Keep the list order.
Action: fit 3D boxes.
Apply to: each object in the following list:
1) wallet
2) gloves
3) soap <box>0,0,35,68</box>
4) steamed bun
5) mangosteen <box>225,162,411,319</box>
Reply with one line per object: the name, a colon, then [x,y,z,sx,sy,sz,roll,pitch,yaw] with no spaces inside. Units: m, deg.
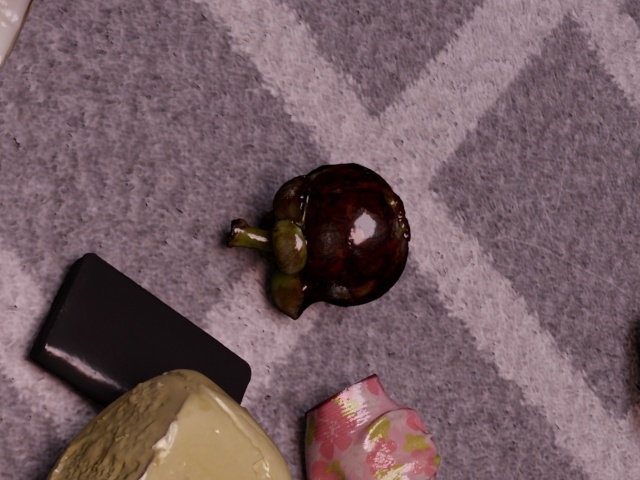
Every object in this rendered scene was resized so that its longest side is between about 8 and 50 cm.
wallet: [-0.178,0.130,1.888,0.250,0.044,0.149,37,51,-22]
gloves: [0.071,0.276,1.982,0.145,0.126,0.241,-22,81,-46]
soap: [-0.387,-0.260,1.849,0.183,0.064,0.121,33,57,-24]
steamed bun: [-0.158,0.280,1.773,0.232,0.166,0.273,48,57,-30]
mangosteen: [0.011,0.002,2.020,0.184,0.172,0.172,-36,96,5]
